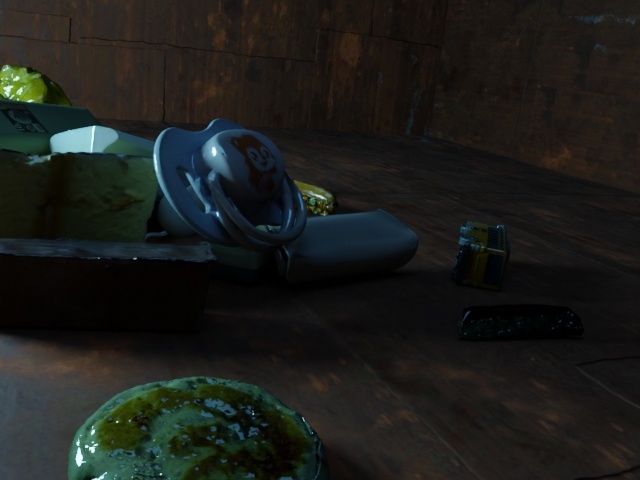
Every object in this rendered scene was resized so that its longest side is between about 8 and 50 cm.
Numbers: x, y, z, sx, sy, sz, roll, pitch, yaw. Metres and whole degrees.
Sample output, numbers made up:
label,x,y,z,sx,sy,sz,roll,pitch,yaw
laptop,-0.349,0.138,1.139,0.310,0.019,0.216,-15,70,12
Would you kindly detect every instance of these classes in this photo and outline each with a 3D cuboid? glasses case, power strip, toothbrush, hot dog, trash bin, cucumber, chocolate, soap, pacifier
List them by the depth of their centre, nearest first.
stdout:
label,x,y,z,sx,sy,sz,roll,pitch,yaw
chocolate,-0.304,0.061,0.914,0.321,0.112,0.112,2,14,-11
cucumber,0.305,0.125,1.041,0.219,0.046,0.070,1,9,-15
pacifier,-0.176,-0.068,1.091,0.233,0.244,0.299,-27,1,32
glasses case,0.031,0.008,1.214,0.308,0.083,0.128,-5,48,-35
power strip,-0.119,0.011,1.231,0.105,0.070,0.256,11,15,16
toothbrush,-0.322,-0.017,1.339,0.017,0.022,0.204,-7,12,13
soap,-0.360,-0.132,1.379,0.208,0.115,0.346,1,-8,41
trash bin,-0.638,-0.181,1.391,0.158,0.223,0.343,45,26,12
hot dog,-0.030,-0.106,1.678,0.188,0.072,0.055,19,42,40

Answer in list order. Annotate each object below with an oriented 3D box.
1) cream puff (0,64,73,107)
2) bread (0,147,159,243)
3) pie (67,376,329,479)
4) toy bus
label,x,y,z,sx,sy,sz,roll,pitch,yaw
cream puff,-0.851,-0.345,1.843,0.378,0.276,0.378,6,19,-2
bread,-0.534,-0.079,1.139,0.345,0.242,0.405,-4,22,-41
pie,-0.107,0.197,0.610,0.240,0.054,0.240,7,18,-2
toy bus,0.320,0.026,1.301,0.103,0.091,0.182,11,18,12
